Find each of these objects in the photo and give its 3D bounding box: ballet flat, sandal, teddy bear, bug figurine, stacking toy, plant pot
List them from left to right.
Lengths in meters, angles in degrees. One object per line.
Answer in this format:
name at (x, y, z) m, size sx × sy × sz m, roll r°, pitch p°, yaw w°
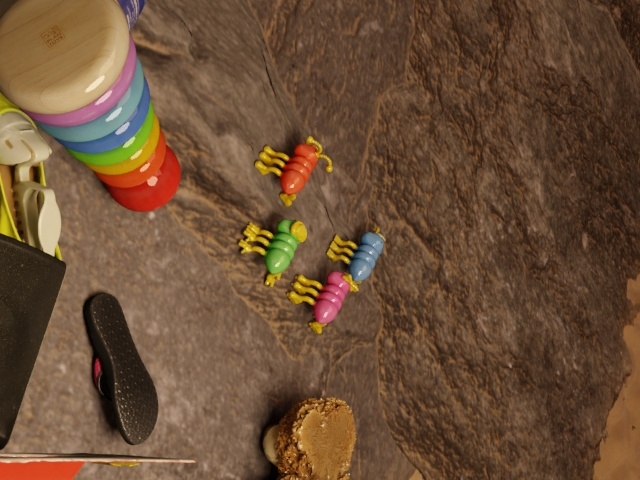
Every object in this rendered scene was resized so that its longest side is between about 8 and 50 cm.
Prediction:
plant pot at (-0.371, 0.069, 0.996) m, size 0.167 × 0.187 × 0.188 m, roll 44°, pitch 49°, yaw -47°
ballet flat at (-0.315, -0.065, 1.196) m, size 0.077 × 0.077 × 0.231 m, roll -13°, pitch 94°, yaw -51°
stacking toy at (-0.224, -0.129, 1.212) m, size 0.330 × 0.141 × 0.141 m, roll 65°, pitch 33°, yaw -65°
sandal at (-0.236, 0.150, 1.303) m, size 0.067 × 0.040 × 0.179 m, roll -7°, pitch 76°, yaw -57°
teddy bear at (-0.032, 0.372, 1.485) m, size 0.245 × 0.113 × 0.338 m, roll -20°, pitch 108°, yaw -44°
bug figurine at (0.000, 0.000, 1.588) m, size 0.279 × 0.072 × 0.216 m, roll 51°, pitch 49°, yaw -35°

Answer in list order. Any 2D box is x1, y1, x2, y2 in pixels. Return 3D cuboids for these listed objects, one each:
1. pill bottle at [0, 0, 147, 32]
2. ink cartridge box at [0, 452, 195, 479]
pill bottle at (-0.248, -0.332, 1.260) m, size 0.153 × 0.153 × 0.265 m, roll 46°, pitch 50°, yaw -37°
ink cartridge box at (-0.337, 0.210, 0.879) m, size 0.308 × 0.385 × 0.091 m, roll 13°, pitch 73°, yaw -50°
